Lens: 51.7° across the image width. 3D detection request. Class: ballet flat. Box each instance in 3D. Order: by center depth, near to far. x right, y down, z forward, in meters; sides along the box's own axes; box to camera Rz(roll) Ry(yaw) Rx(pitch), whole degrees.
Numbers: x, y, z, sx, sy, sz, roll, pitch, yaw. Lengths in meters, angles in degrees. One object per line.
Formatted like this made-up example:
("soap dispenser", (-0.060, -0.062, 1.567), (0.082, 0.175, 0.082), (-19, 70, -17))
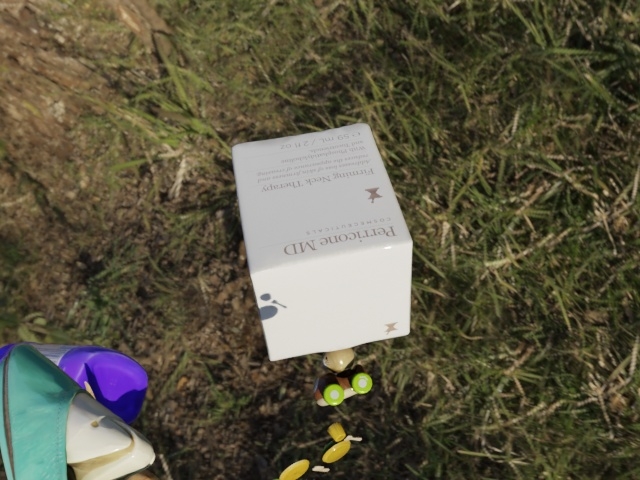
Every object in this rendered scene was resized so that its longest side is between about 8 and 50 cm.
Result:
("ballet flat", (-0.139, 0.167, 0.405), (0.087, 0.083, 0.247), (-20, 59, -2))

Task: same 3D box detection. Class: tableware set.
("tableware set", (-0.018, 0.321, 0.955), (0.154, 0.104, 0.024), (-45, 55, 10))

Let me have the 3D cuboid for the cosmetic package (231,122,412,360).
("cosmetic package", (0.000, 0.000, 1.489), (0.329, 0.327, 0.394), (-11, 48, -4))

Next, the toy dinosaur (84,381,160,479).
("toy dinosaur", (-0.191, 0.251, 0.663), (0.211, 0.064, 0.112), (30, 82, 31))

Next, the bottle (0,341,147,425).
("bottle", (-0.348, 0.179, 0.838), (0.282, 0.118, 0.092), (-4, 63, 37))

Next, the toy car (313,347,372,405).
("toy car", (0.032, 0.311, 1.679), (0.149, 0.155, 0.188), (-19, 81, -13))
